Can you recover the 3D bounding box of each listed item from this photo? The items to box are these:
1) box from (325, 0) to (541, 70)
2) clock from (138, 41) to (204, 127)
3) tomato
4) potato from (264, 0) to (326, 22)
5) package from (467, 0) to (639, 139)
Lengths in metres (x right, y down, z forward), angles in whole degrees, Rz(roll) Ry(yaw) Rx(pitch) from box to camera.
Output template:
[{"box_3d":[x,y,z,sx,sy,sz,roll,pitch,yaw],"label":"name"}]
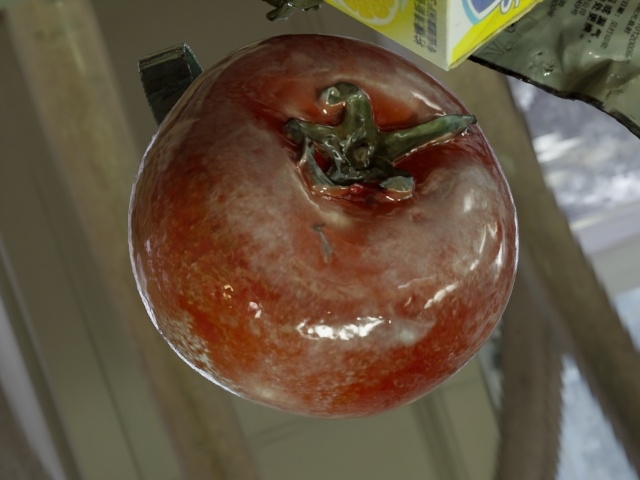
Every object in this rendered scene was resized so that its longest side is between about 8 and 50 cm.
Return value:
[{"box_3d":[0.041,-0.241,0.930,0.168,0.265,0.097,34,-121,27],"label":"box"},{"box_3d":[-0.086,-0.063,1.428,0.042,0.215,0.215,-25,-171,4],"label":"clock"},{"box_3d":[0.000,0.000,1.184,0.270,0.270,0.227,-25,154,-35],"label":"tomato"},{"box_3d":[0.036,-0.235,1.193,0.225,0.117,0.090,-30,-174,23],"label":"potato"},{"box_3d":[0.171,-0.152,1.047,0.239,0.154,0.030,30,180,23],"label":"package"}]
